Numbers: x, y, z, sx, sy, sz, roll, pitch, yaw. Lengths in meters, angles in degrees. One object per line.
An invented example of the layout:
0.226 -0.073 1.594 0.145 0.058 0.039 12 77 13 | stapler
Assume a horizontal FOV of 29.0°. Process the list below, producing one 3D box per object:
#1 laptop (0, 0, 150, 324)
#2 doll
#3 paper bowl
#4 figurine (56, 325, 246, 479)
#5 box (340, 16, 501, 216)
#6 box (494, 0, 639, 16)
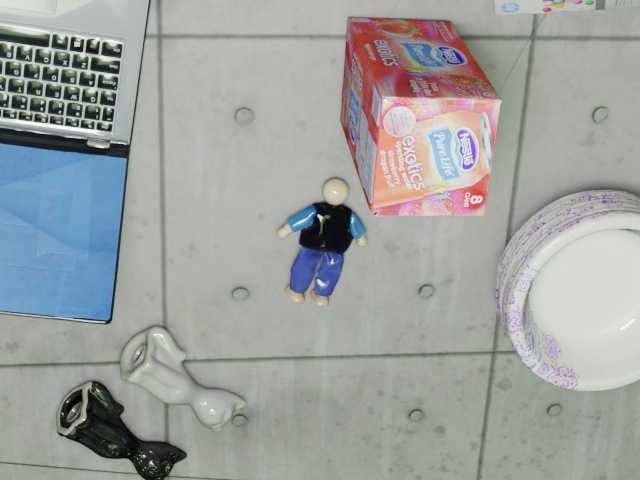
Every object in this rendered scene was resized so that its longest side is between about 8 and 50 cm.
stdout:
-0.416 -0.149 1.505 0.381 0.236 0.408 7 116 -11 | laptop
0.000 0.000 1.743 0.129 0.046 0.189 10 116 -14 | doll
0.388 0.061 1.768 0.284 0.148 0.284 -3 117 -5 | paper bowl
-0.242 0.256 1.831 0.215 0.092 0.209 -41 123 13 | figurine
0.114 -0.159 1.531 0.142 0.300 0.154 1 117 -8 | box
0.308 -0.336 1.543 0.186 0.038 0.145 0 160 10 | box
